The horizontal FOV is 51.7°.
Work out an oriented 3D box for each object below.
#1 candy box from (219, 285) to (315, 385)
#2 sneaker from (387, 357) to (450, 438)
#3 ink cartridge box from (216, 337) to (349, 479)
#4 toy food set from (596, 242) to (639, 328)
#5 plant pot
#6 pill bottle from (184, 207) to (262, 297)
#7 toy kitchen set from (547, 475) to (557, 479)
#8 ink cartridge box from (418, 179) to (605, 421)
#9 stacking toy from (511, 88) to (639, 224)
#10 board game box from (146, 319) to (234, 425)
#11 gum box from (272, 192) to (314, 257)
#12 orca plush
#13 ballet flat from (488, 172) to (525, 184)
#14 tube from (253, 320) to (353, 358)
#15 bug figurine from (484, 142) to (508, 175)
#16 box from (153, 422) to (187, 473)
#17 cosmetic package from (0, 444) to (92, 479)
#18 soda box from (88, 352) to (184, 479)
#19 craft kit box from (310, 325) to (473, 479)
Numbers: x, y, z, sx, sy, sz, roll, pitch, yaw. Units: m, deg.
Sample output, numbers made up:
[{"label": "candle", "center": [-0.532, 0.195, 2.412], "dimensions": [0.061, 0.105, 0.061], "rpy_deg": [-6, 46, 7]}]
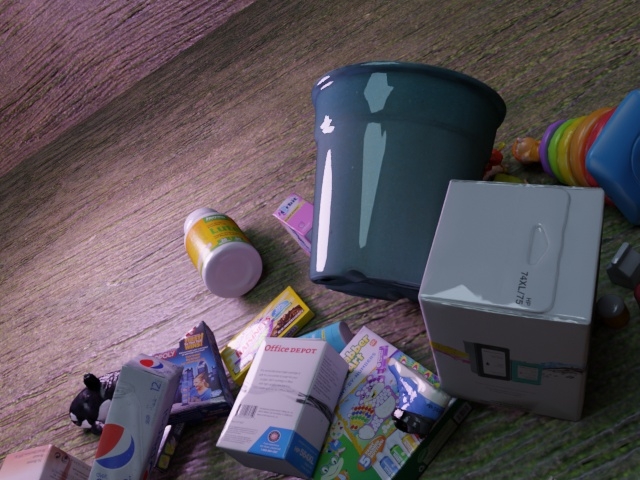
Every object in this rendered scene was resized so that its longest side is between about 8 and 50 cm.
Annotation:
[{"label": "candy box", "center": [-0.112, 0.191, 1.344], "dimensions": [0.206, 0.027, 0.105], "rpy_deg": [-43, 35, -3]}, {"label": "sneaker", "center": [0.127, 0.235, 0.979], "dimensions": [0.085, 0.058, 0.152], "rpy_deg": [-60, 26, 0]}, {"label": "ink cartridge box", "center": [-0.057, 0.268, 1.083], "dimensions": [0.148, 0.086, 0.203], "rpy_deg": [-4, 49, 38]}, {"label": "toy food set", "center": [0.476, 0.014, 0.944], "dimensions": [0.232, 0.104, 0.111], "rpy_deg": [-50, 38, -12]}, {"label": "plant pot", "center": [0.127, -0.075, 1.128], "dimensions": [0.341, 0.341, 0.334], "rpy_deg": [-2, 74, 40]}, {"label": "pill bottle", "center": [-0.238, 0.017, 1.534], "dimensions": [0.136, 0.136, 0.246], "rpy_deg": [-42, 37, -1]}, {"label": "toy kitchen set", "center": [0.263, 0.319, 0.842], "dimensions": [0.075, 0.083, 0.068], "rpy_deg": [-49, 38, -10]}, {"label": "ink cartridge box", "center": [0.263, 0.082, 0.889], "dimensions": [0.197, 0.270, 0.198], "rpy_deg": [7, 55, 23]}, {"label": "stacking toy", "center": [0.440, -0.149, 1.130], "dimensions": [0.166, 0.175, 0.302], "rpy_deg": [-53, 25, -8]}, {"label": "board game box", "center": [-0.269, 0.265, 1.317], "dimensions": [0.194, 0.060, 0.194], "rpy_deg": [-14, 50, 8]}, {"label": "gum box", "center": [0.000, 0.000, 1.310], "dimensions": [0.062, 0.188, 0.107], "rpy_deg": [-48, 45, -9]}, {"label": "orca plush", "center": [-0.466, 0.328, 1.416], "dimensions": [0.287, 0.102, 0.151], "rpy_deg": [-17, 42, 42]}, {"label": "ballet flat", "center": [0.316, -0.027, 1.159], "dimensions": [0.077, 0.077, 0.231], "rpy_deg": [10, 55, 18]}, {"label": "tube", "center": [-0.037, 0.213, 1.241], "dimensions": [0.207, 0.052, 0.080], "rpy_deg": [-27, 52, 22]}, {"label": "bug figurine", "center": [0.253, -0.179, 1.359], "dimensions": [0.216, 0.072, 0.279], "rpy_deg": [-36, 42, 16]}, {"label": "box", "center": [-0.318, 0.361, 1.344], "dimensions": [0.114, 0.036, 0.207], "rpy_deg": [-7, 49, 36]}, {"label": "cosmetic package", "center": [-0.575, 0.570, 1.283], "dimensions": [0.153, 0.129, 0.296], "rpy_deg": [-20, 42, 24]}, {"label": "soda box", "center": [-0.340, 0.358, 1.195], "dimensions": [0.098, 0.091, 0.287], "rpy_deg": [-45, -26, -84]}, {"label": "craft kit box", "center": [0.075, 0.291, 1.062], "dimensions": [0.250, 0.061, 0.246], "rpy_deg": [-49, 35, -10]}]
